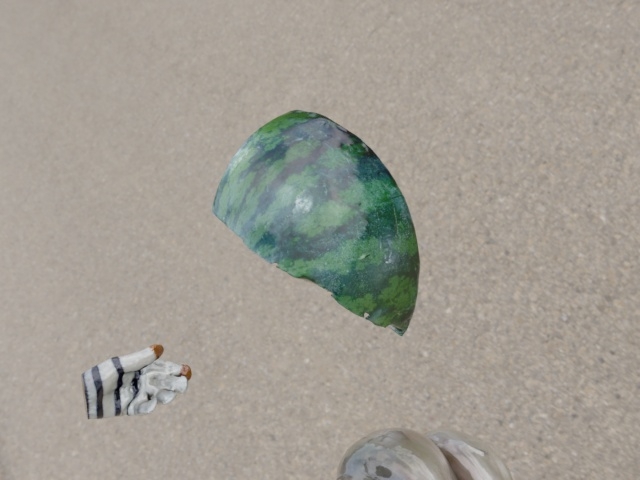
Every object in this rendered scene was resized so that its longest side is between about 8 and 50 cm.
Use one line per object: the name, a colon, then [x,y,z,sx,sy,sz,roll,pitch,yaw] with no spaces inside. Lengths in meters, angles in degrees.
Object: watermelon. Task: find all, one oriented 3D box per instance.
watermelon: [-0.018,-0.012,1.074,0.292,0.222,0.318,26,122,41]

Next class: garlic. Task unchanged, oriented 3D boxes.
garlic: [0.138,0.344,0.847,0.292,0.210,0.237,-42,54,53]

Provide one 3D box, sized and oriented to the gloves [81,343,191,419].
gloves: [-0.387,0.306,1.473,0.131,0.219,0.140,133,125,-62]
